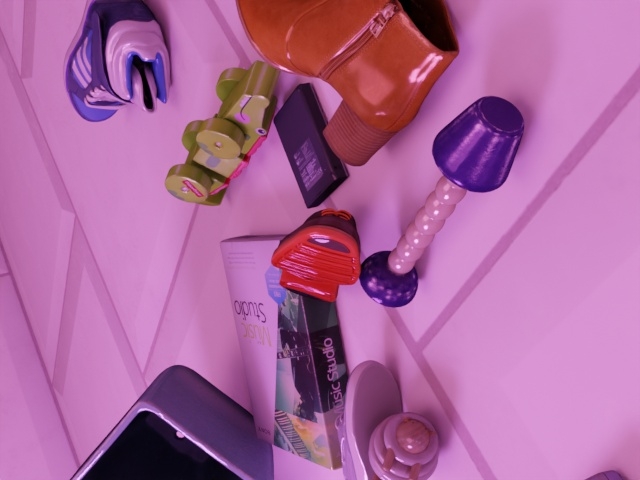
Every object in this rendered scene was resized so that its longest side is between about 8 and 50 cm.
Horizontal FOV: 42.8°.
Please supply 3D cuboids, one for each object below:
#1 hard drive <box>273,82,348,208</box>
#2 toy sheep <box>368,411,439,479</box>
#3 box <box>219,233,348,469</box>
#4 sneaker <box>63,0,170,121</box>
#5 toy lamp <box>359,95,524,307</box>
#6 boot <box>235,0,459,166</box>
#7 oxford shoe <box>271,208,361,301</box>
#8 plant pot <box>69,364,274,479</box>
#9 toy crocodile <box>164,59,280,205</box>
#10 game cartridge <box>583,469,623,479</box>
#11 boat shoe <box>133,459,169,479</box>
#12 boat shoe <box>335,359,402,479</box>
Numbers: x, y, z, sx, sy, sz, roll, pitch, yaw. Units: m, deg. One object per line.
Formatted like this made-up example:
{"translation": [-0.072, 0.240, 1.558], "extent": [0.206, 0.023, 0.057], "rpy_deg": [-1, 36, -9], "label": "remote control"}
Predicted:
{"translation": [-0.016, -0.121, 1.052], "extent": [0.094, 0.022, 0.135], "rpy_deg": [-42, 66, 57], "label": "hard drive"}
{"translation": [0.095, 0.248, 0.952], "extent": [0.091, 0.091, 0.132], "rpy_deg": [61, 152, 24], "label": "toy sheep"}
{"translation": [-0.049, 0.150, 1.182], "extent": [0.232, 0.058, 0.322], "rpy_deg": [-3, 100, 60], "label": "box"}
{"translation": [-0.363, -0.278, 1.462], "extent": [0.236, 0.130, 0.323], "rpy_deg": [62, 141, 31], "label": "sneaker"}
{"translation": [0.115, -0.033, 0.815], "extent": [0.080, 0.080, 0.275], "rpy_deg": [61, 145, 25], "label": "toy lamp"}
{"translation": [0.027, -0.246, 0.872], "extent": [0.295, 0.104, 0.211], "rpy_deg": [59, 140, 19], "label": "boot"}
{"translation": [0.000, 0.000, 0.939], "extent": [0.271, 0.097, 0.098], "rpy_deg": [125, 163, -76], "label": "oxford shoe"}
{"translation": [-0.228, 0.346, 1.318], "extent": [0.248, 0.247, 0.252], "rpy_deg": [-49, 10, 16], "label": "plant pot"}
{"translation": [-0.135, -0.140, 1.170], "extent": [0.340, 0.105, 0.115], "rpy_deg": [-41, 29, 52], "label": "toy crocodile"}
{"translation": [0.297, 0.399, 0.683], "extent": [0.355, 0.068, 0.230], "rpy_deg": [59, 142, 38], "label": "game cartridge"}
{"translation": [-0.291, 0.453, 1.416], "extent": [0.183, 0.065, 0.083], "rpy_deg": [49, 122, 7], "label": "boat shoe"}
{"translation": [0.052, 0.251, 1.031], "extent": [0.081, 0.079, 0.228], "rpy_deg": [17, 119, 51], "label": "boat shoe"}
